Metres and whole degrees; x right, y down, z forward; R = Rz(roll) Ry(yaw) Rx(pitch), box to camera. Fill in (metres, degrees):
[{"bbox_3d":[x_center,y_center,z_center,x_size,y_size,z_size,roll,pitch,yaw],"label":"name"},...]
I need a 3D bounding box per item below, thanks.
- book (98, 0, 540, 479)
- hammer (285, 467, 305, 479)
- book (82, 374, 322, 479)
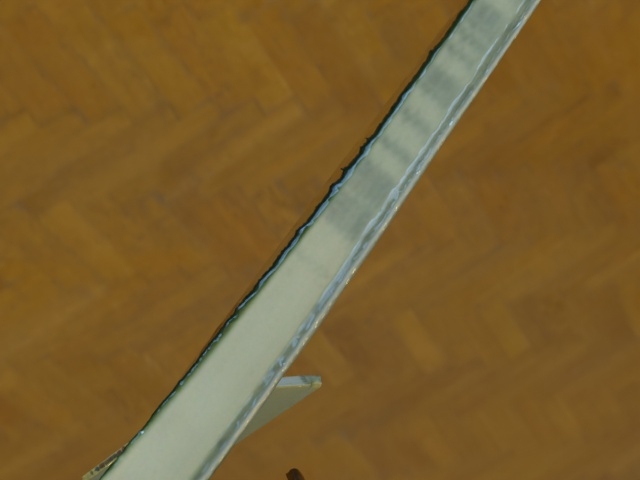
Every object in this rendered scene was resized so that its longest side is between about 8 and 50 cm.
[{"bbox_3d":[0.000,0.000,0.917,0.371,0.043,0.260,-54,-179,-2],"label":"book"},{"bbox_3d":[-0.003,0.205,1.229,0.021,0.178,0.065,-12,115,-5],"label":"hammer"},{"bbox_3d":[-0.112,0.181,1.656,0.192,0.013,0.168,-37,158,32],"label":"book"}]
